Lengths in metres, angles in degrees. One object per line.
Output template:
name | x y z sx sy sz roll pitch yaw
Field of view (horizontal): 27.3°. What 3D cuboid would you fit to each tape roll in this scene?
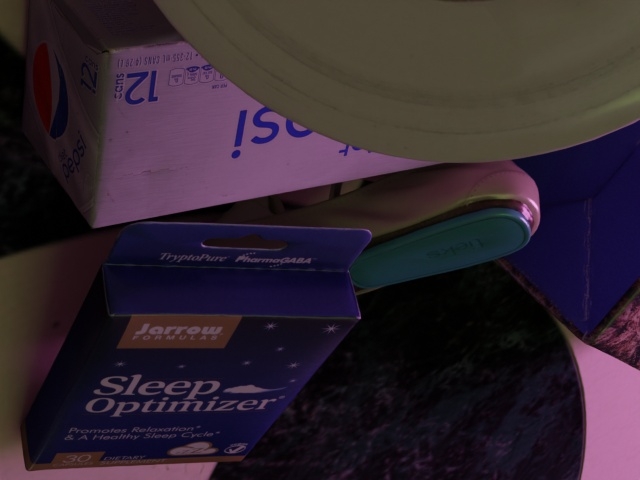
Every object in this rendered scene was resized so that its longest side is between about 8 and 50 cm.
tape roll | 0.050 -0.168 0.473 0.246 0.169 0.246 2 111 4

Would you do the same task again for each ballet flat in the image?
ballet flat | 0.000 0.000 0.750 0.248 0.086 0.086 -17 139 6

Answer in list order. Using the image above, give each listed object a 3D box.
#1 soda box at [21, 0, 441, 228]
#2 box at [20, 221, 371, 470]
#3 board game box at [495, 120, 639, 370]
soda box | 0.000 -0.091 0.668 0.286 0.091 0.098 -13 132 -30
box | -0.071 0.064 0.714 0.136 0.036 0.225 2 146 -25
board game box | 0.280 -0.020 0.916 0.291 0.141 0.232 25 108 -47
